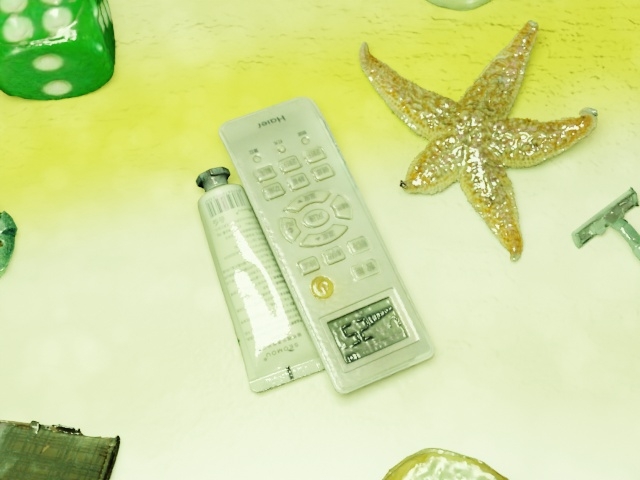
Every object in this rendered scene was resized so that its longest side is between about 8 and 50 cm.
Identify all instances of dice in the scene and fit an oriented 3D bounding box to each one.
[{"bbox_3d":[-0.295,-0.232,1.110,0.131,0.120,0.128,-9,70,-1],"label":"dice"}]

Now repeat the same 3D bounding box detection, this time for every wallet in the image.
[{"bbox_3d":[-0.357,0.224,0.942,0.317,0.044,0.169,7,37,1],"label":"wallet"}]

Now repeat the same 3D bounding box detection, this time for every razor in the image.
[{"bbox_3d":[0.355,0.046,1.041,0.084,0.036,0.211,-36,72,-10],"label":"razor"}]

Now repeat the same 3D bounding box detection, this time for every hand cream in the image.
[{"bbox_3d":[-0.070,0.034,1.048,0.080,0.050,0.234,-20,74,-8],"label":"hand cream"}]

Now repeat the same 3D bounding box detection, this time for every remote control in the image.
[{"bbox_3d":[0.000,0.000,1.057,0.109,0.055,0.313,-21,74,-15],"label":"remote control"}]

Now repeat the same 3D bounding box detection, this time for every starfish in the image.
[{"bbox_3d":[0.169,-0.132,1.108,0.231,0.048,0.295,-37,71,-2],"label":"starfish"}]

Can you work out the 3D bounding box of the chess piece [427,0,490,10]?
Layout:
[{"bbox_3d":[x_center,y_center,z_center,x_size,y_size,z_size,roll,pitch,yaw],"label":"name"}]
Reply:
[{"bbox_3d":[0.158,-0.363,1.091,0.133,0.243,0.133,0,70,1],"label":"chess piece"}]

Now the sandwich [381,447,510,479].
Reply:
[{"bbox_3d":[0.112,0.338,0.899,0.249,0.095,0.273,35,74,15],"label":"sandwich"}]

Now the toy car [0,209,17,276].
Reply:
[{"bbox_3d":[-0.406,-0.009,1.057,0.186,0.058,0.093,11,68,-8],"label":"toy car"}]
